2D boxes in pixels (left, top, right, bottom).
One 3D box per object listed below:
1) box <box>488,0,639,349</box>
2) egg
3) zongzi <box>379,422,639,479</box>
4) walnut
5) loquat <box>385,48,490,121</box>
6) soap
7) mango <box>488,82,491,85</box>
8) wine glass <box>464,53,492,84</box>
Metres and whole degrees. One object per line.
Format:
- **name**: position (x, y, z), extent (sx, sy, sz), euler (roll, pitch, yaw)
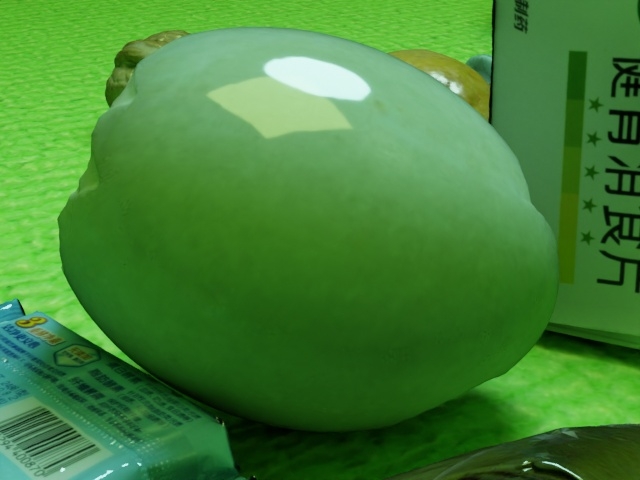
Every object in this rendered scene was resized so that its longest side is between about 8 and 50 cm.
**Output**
- **box**: position (0.239, -0.085, 0.935), extent (0.173, 0.332, 0.145), euler (8, 17, 26)
- **egg**: position (0.000, 0.000, 0.807), extent (0.336, 0.278, 0.278), euler (24, 24, -1)
- **zongzi**: position (0.102, 0.170, 0.624), extent (0.274, 0.145, 0.300), euler (-4, -2, -40)
- **walnut**: position (-0.190, -0.196, 1.447), extent (0.184, 0.155, 0.155), euler (15, 27, 37)
- **loquat**: position (0.078, -0.073, 1.069), extent (0.238, 0.193, 0.238), euler (-15, 32, 10)
- **soap**: position (-0.185, 0.133, 0.751), extent (0.156, 0.077, 0.293), euler (-19, 30, -39)
- **mango**: position (0.234, -0.126, 1.279), extent (0.268, 0.133, 0.111), euler (-11, 12, -25)
- **wine glass**: position (0.046, -0.109, 1.376), extent (0.310, 0.096, 0.264), euler (-24, 0, -29)
